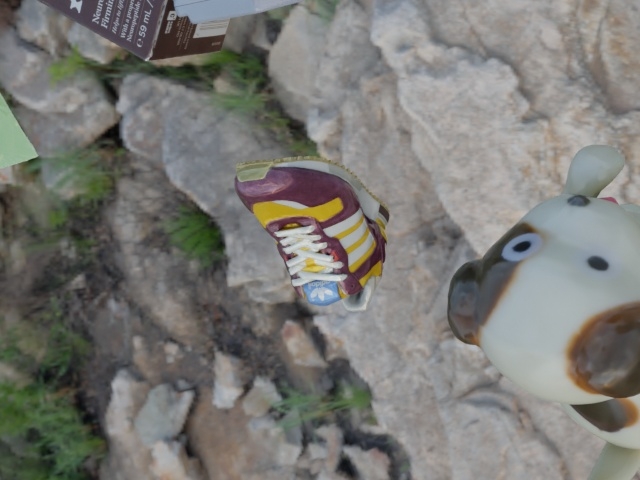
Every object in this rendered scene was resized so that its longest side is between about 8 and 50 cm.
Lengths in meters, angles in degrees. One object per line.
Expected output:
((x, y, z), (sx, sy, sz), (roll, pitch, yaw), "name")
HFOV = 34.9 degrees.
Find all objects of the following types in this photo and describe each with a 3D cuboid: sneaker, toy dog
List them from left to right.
((0.000, 0.000, 0.703), (0.069, 0.185, 0.084), (-3, 76, 28), "sneaker")
((0.308, 0.081, 1.129), (0.284, 0.408, 0.395), (32, 97, 37), "toy dog")

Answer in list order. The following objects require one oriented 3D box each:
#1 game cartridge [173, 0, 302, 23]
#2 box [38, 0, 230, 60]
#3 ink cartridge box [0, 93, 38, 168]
((-0.002, -0.318, 1.202), (0.198, 0.297, 0.062), (1, 112, 54), "game cartridge")
((-0.225, -0.350, 1.302), (0.203, 0.167, 0.168), (30, 117, 19), "box")
((-0.342, -0.133, 0.757), (0.171, 0.056, 0.235), (-13, 115, 26), "ink cartridge box")
